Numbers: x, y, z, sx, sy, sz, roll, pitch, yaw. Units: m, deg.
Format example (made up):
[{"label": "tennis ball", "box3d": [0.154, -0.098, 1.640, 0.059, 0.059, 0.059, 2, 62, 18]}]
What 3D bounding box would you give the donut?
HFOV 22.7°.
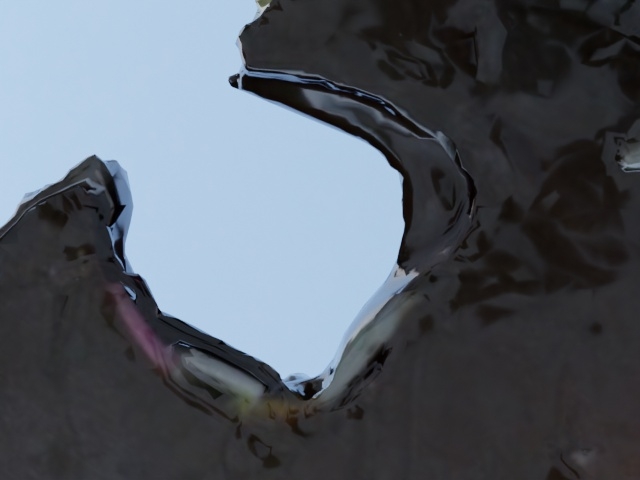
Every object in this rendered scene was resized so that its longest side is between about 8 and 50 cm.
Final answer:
[{"label": "donut", "box3d": [0.015, 0.018, 0.566, 0.259, 0.136, 0.345, 37, -82, -8]}]
